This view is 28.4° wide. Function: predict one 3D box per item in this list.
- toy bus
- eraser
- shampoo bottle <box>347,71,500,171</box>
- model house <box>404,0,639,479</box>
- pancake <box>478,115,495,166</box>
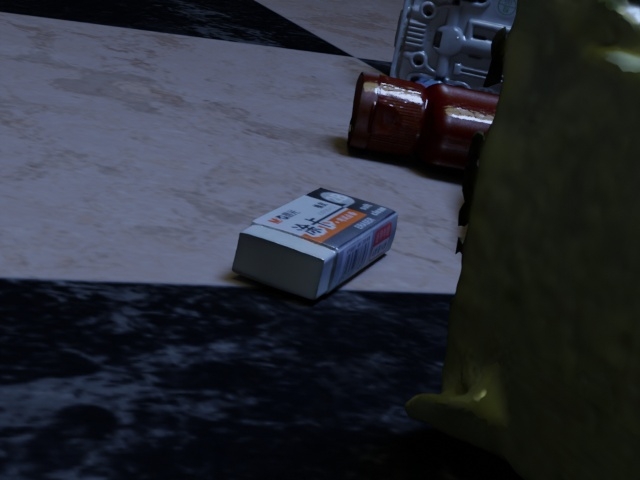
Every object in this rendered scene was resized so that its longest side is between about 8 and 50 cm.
[{"bbox_3d":[0.179,-0.192,1.222,0.203,0.141,0.142,14,18,8],"label":"toy bus"},{"bbox_3d":[0.000,0.000,0.699,0.052,0.029,0.122,18,18,18],"label":"eraser"},{"bbox_3d":[0.153,-0.077,0.980,0.260,0.064,0.102,10,19,-4],"label":"shampoo bottle"},{"bbox_3d":[0.234,0.015,0.445,0.321,0.261,0.266,0,23,-21],"label":"model house"},{"bbox_3d":[0.193,-0.116,0.816,0.049,0.282,0.282,44,16,-9],"label":"pancake"}]
